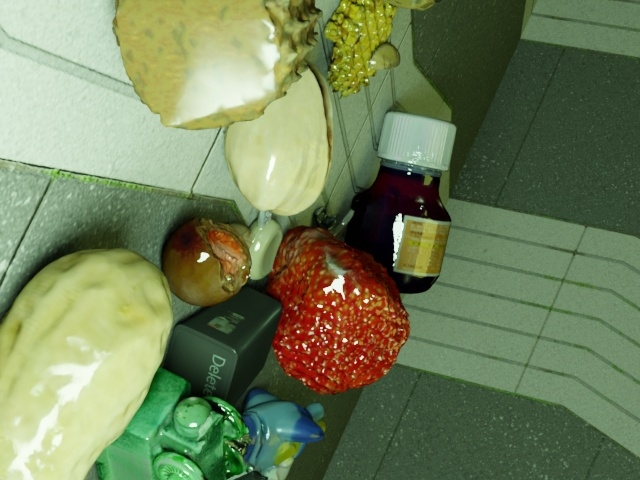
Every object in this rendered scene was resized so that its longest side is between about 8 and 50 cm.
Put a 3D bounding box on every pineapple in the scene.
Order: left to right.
[{"bbox_3d":[-0.079,-0.266,1.007,0.362,0.201,0.202,-62,168,-58],"label":"pineapple"}]

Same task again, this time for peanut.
[{"bbox_3d":[-0.292,0.180,0.958,0.387,0.169,0.192,-59,168,-13],"label":"peanut"}]

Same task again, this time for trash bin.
[{"bbox_3d":[-0.159,0.188,1.520,0.225,0.115,0.165,-38,149,-64],"label":"trash bin"}]

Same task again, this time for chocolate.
[{"bbox_3d":[-0.162,0.024,1.255,0.127,0.124,0.133,-47,141,-11],"label":"chocolate"}]

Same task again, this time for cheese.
[{"bbox_3d":[-0.096,-0.012,1.558,0.092,0.047,0.171,-35,145,-64],"label":"cheese"}]

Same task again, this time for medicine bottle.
[{"bbox_3d":[0.195,-0.093,2.078,0.242,0.242,0.395,-20,125,-70],"label":"medicine bottle"}]

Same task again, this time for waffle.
[{"bbox_3d":[0.062,-0.349,1.572,0.197,0.070,0.193,-45,154,-48],"label":"waffle"}]

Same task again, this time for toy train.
[{"bbox_3d":[-0.216,0.305,1.318,0.145,0.201,0.266,-55,162,-40],"label":"toy train"}]

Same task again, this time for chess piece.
[{"bbox_3d":[-0.141,0.013,1.462,0.084,0.038,0.084,-55,159,-34],"label":"chess piece"}]

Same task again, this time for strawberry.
[{"bbox_3d":[0.015,0.113,1.658,0.267,0.312,0.351,-37,162,-14],"label":"strawberry"}]

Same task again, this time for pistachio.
[{"bbox_3d":[-0.056,-0.152,1.299,0.157,0.157,0.230,-9,109,-72],"label":"pistachio"}]

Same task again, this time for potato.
[{"bbox_3d":[0.122,-0.324,1.598,0.093,0.036,0.037,-39,152,-54],"label":"potato"}]

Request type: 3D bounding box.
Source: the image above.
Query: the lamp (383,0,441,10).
[{"bbox_3d":[0.111,-0.440,1.378,0.161,0.185,0.161,-55,159,-34],"label":"lamp"}]

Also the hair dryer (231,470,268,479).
[{"bbox_3d":[-0.205,0.454,1.510,0.302,0.116,0.244,-26,170,10],"label":"hair dryer"}]

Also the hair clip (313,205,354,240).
[{"bbox_3d":[0.007,0.004,1.929,0.146,0.056,0.187,-47,159,-35],"label":"hair clip"}]

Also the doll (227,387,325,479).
[{"bbox_3d":[-0.137,0.450,1.905,0.366,0.187,0.376,-50,172,-16],"label":"doll"}]

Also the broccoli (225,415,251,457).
[{"bbox_3d":[-0.216,0.357,1.632,0.122,0.118,0.204,-40,157,21],"label":"broccoli"}]
